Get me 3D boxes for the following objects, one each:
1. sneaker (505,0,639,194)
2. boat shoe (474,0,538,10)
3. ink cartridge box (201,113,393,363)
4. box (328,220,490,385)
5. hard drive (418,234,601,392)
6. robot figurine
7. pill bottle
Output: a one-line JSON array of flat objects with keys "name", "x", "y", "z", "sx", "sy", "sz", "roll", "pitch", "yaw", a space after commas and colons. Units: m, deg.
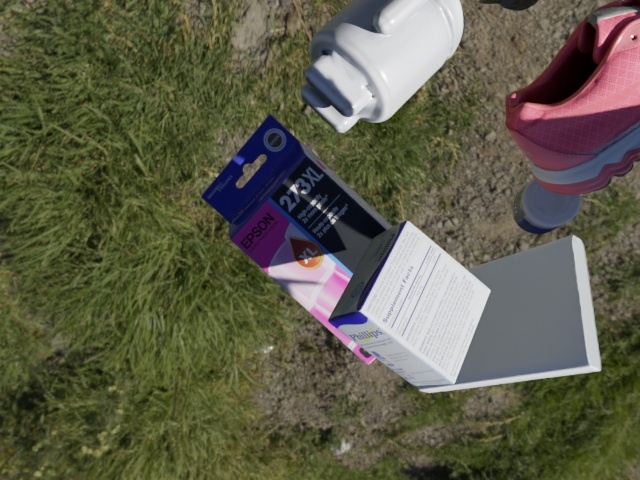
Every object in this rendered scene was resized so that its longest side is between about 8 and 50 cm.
[{"name": "sneaker", "x": 0.308, "y": -0.174, "z": 0.483, "sx": 0.136, "sy": 0.116, "sz": 0.314, "roll": 35, "pitch": 116, "yaw": -29}, {"name": "boat shoe", "x": 0.308, "y": -0.455, "z": 0.947, "sx": 0.178, "sy": 0.060, "sz": 0.064, "roll": 0, "pitch": 168, "yaw": -29}, {"name": "ink cartridge box", "x": 0.000, "y": 0.000, "z": 0.815, "sx": 0.371, "sy": 0.069, "sz": 0.175, "roll": 43, "pitch": 105, "yaw": -1}, {"name": "box", "x": 0.101, "y": 0.073, "z": 0.605, "sx": 0.137, "sy": 0.126, "sz": 0.072, "roll": 39, "pitch": 151, "yaw": -13}, {"name": "hard drive", "x": 0.329, "y": 0.150, "z": 1.018, "sx": 0.047, "sy": 0.232, "sz": 0.353, "roll": 24, "pitch": 148, "yaw": -31}, {"name": "robot figurine", "x": 0.121, "y": -0.361, "z": 0.995, "sx": 0.200, "sy": 0.300, "sz": 0.353, "roll": 45, "pitch": 76, "yaw": -2}, {"name": "pill bottle", "x": 0.284, "y": -0.043, "z": 0.696, "sx": 0.067, "sy": 0.067, "sz": 0.120, "roll": -21, "pitch": 171, "yaw": 8}]
